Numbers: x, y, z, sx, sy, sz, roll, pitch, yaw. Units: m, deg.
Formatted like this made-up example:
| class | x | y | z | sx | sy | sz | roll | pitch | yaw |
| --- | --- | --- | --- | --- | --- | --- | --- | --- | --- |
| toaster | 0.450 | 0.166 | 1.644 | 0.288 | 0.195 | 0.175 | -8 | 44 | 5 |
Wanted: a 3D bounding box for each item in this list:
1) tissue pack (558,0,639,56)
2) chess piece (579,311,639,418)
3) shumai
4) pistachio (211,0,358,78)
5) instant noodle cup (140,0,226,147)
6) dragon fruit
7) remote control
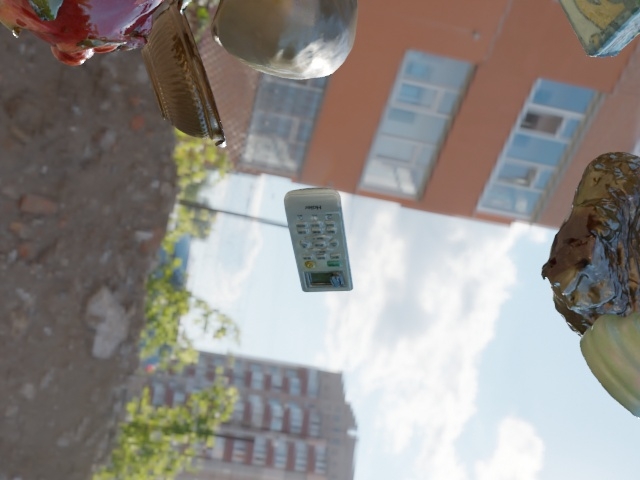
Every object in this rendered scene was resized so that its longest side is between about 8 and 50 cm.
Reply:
| class | x | y | z | sx | sy | sz | roll | pitch | yaw |
| --- | --- | --- | --- | --- | --- | --- | --- | --- | --- |
| tissue pack | 0.651 | -0.572 | 2.284 | 0.311 | 0.128 | 0.227 | -47 | -119 | 53 |
| chess piece | 0.450 | 0.084 | 1.270 | 0.271 | 0.139 | 0.139 | -46 | -155 | 25 |
| shumai | 0.456 | 0.014 | 1.849 | 0.217 | 0.283 | 0.345 | 15 | -79 | 46 |
| pistachio | -0.048 | -0.301 | 1.446 | 0.166 | 0.197 | 0.288 | 60 | -2 | 16 |
| instant noodle cup | -0.241 | -0.273 | 1.799 | 0.274 | 0.091 | 0.273 | 161 | -90 | -83 |
| dragon fruit | -0.313 | -0.372 | 1.488 | 0.305 | 0.306 | 0.225 | -129 | -162 | -78 |
| remote control | 0.000 | 0.001 | 1.983 | 0.293 | 0.103 | 0.051 | 81 | 10 | -50 |
